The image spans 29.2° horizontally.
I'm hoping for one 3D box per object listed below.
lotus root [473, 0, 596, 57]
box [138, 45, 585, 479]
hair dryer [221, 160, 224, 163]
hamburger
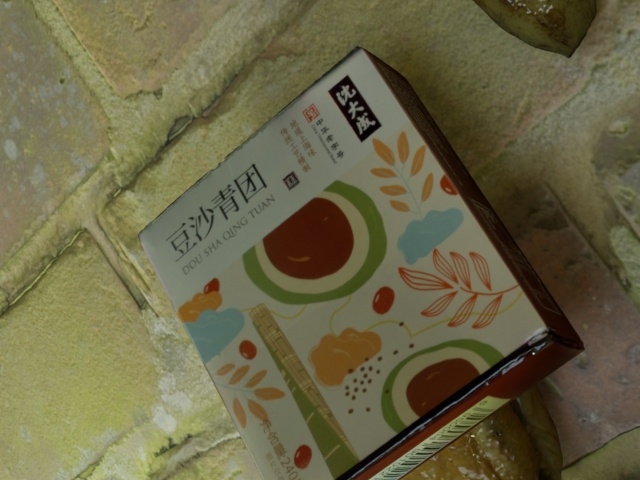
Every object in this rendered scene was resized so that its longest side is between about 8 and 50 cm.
[{"bbox_3d":[0.178,-0.293,1.235,0.258,0.097,0.110,47,126,6],"label":"lotus root"},{"bbox_3d":[0.030,0.053,1.322,0.344,0.122,0.385,-39,64,17],"label":"box"},{"bbox_3d":[0.000,0.000,1.499,0.251,0.089,0.197,3,110,28],"label":"hair dryer"},{"bbox_3d":[0.125,0.228,1.448,0.319,0.158,0.318,14,116,30],"label":"hamburger"}]
